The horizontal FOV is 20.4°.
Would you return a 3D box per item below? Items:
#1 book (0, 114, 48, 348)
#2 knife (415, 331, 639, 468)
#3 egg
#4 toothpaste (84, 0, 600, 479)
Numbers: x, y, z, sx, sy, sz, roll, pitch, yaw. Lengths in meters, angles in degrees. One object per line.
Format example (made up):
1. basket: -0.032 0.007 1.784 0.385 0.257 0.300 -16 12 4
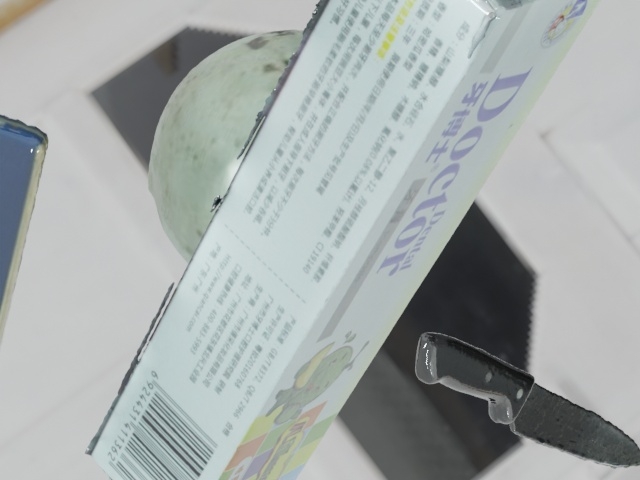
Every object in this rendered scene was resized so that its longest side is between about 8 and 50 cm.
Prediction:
1. book: -0.281 -0.016 0.740 0.322 0.018 0.228 21 131 1
2. knife: 0.083 0.065 0.672 0.010 0.023 0.170 27 179 42
3. egg: -0.011 -0.031 0.828 0.131 0.131 0.164 51 -175 11
4. toothpaste: 0.000 0.000 0.376 0.034 0.046 0.164 45 129 19
